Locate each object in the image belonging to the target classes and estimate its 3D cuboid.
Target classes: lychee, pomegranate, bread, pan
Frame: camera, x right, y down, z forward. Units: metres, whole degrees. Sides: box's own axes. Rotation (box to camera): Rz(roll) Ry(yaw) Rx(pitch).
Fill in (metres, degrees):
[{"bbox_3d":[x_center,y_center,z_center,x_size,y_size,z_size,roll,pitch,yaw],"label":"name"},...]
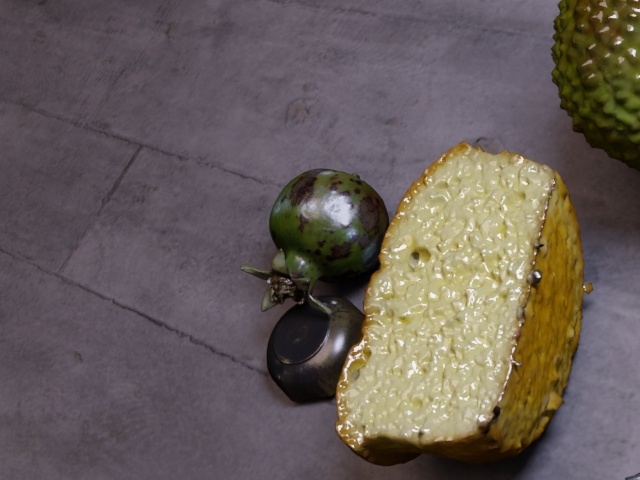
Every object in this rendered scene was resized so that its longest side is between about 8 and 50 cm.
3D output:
[{"bbox_3d":[0.346,-0.183,1.199,0.270,0.270,0.320,-7,37,34],"label":"lychee"},{"bbox_3d":[0.000,-0.006,1.449,0.149,0.148,0.169,-2,33,37],"label":"pomegranate"},{"bbox_3d":[0.156,0.085,1.255,0.194,0.179,0.340,0,58,35],"label":"bread"},{"bbox_3d":[0.022,0.108,1.431,0.202,0.048,0.128,-13,52,30],"label":"pan"}]

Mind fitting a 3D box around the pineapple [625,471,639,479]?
[{"bbox_3d":[0.266,0.296,1.020,0.223,0.223,0.357,-18,33,27],"label":"pineapple"}]
